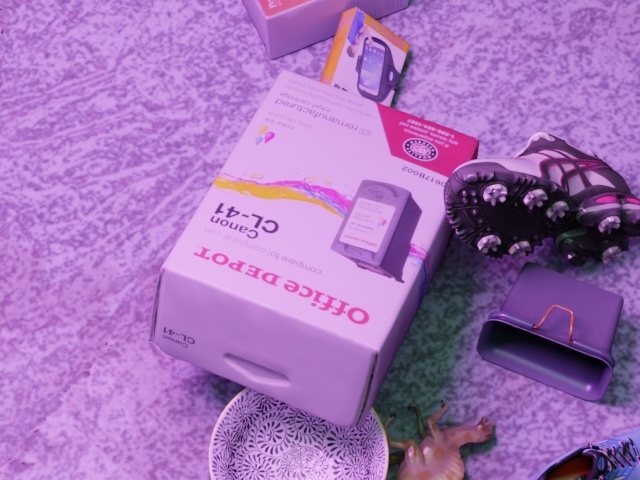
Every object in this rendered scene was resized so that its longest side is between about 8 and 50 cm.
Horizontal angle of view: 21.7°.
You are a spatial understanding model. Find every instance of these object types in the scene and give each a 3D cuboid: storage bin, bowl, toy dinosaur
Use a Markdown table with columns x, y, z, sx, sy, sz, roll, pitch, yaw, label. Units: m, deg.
| x | y | z | sx | sy | sz | roll | pitch | yaw | label |
| --- | --- | --- | --- | --- | --- | --- | --- | --- | --- |
| 0.236 | 0.081 | 1.660 | 0.135 | 0.098 | 0.091 | 20 | 58 | 9 | storage bin |
| -0.021 | 0.218 | 1.605 | 0.170 | 0.080 | 0.170 | 0 | 66 | 0 | bowl |
| 0.091 | 0.216 | 1.620 | 0.183 | 0.053 | 0.092 | -42 | 74 | -16 | toy dinosaur |

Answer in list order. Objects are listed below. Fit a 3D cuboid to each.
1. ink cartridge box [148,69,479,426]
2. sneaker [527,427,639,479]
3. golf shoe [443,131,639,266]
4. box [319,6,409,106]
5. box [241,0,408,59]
| x | y | z | sx | sy | sz | roll | pitch | yaw | label |
| --- | --- | --- | --- | --- | --- | --- | --- | --- | --- |
| 0.000 | 0.000 | 1.626 | 0.226 | 0.131 | 0.306 | 21 | 47 | 8 | ink cartridge box |
| 0.274 | 0.221 | 1.603 | 0.162 | 0.073 | 0.063 | -23 | 68 | -9 | sneaker |
| 0.209 | -0.049 | 1.658 | 0.273 | 0.105 | 0.120 | 11 | 45 | -43 | golf shoe |
| 0.042 | -0.170 | 1.777 | 0.081 | 0.028 | 0.136 | 31 | 63 | -30 | box |
| -0.005 | -0.298 | 1.821 | 0.170 | 0.091 | 0.130 | -23 | 68 | -9 | box |
